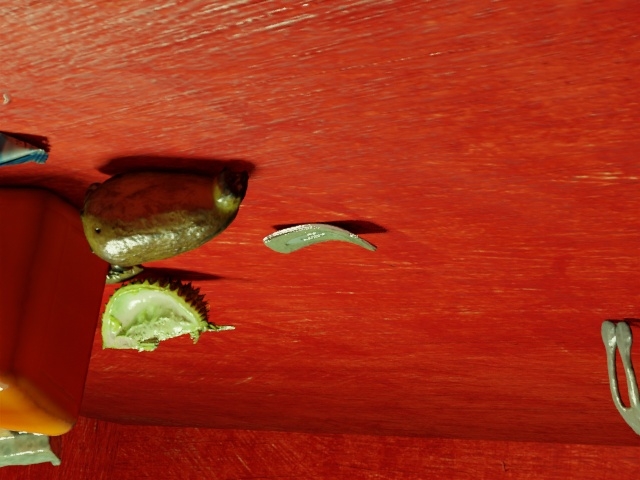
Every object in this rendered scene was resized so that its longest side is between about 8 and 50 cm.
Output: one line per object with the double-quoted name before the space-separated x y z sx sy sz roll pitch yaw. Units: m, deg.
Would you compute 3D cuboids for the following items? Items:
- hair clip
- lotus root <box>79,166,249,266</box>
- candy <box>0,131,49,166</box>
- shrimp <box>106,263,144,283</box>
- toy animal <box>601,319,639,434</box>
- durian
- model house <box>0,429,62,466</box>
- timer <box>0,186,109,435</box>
"hair clip" 0.000 -0.001 1.450 0.137 0.022 0.054 -3 162 38
"lotus root" -0.147 -0.026 1.294 0.190 0.094 0.108 -6 -163 28
"candy" -0.328 -0.082 1.268 0.136 0.038 0.088 2 172 -19
"shrimp" -0.315 0.036 1.757 0.124 0.034 0.178 -10 160 44
"toy animal" 0.488 0.272 1.762 0.284 0.302 0.225 10 171 -33
"durian" -0.214 0.098 1.801 0.215 0.100 0.086 -11 173 29
"model house" -0.533 0.189 2.076 0.194 0.267 0.325 -6 154 0
"timer" -0.392 0.069 1.475 0.250 0.257 0.161 1 159 18
